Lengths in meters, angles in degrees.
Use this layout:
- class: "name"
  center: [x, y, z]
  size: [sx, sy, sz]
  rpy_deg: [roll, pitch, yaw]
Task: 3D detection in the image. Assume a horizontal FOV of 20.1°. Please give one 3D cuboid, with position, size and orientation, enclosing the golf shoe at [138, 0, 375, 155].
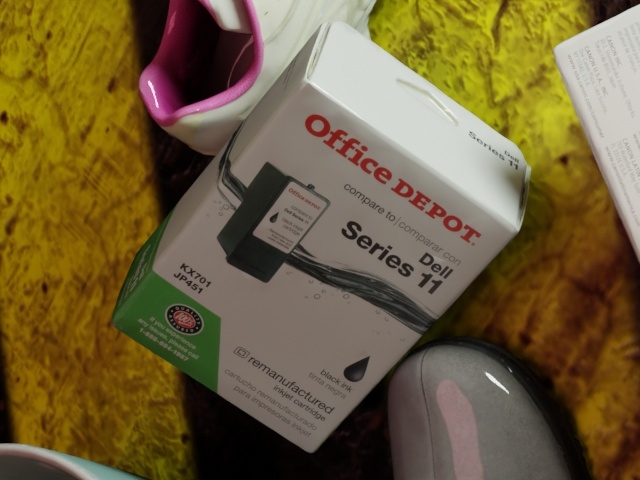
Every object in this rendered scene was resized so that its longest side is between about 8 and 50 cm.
- class: "golf shoe"
  center: [-0.011, -0.182, 1.063]
  size: [0.115, 0.140, 0.306]
  rpy_deg: [31, 109, 36]

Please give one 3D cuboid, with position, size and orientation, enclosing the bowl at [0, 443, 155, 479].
- class: "bowl"
  center: [-0.133, 0.276, 1.167]
  size: [0.311, 0.163, 0.311]
  rpy_deg: [3, 94, 40]

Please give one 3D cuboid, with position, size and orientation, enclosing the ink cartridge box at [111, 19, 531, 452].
- class: "ink cartridge box"
  center: [0.000, 0.000, 1.050]
  size: [0.153, 0.087, 0.208]
  rpy_deg: [34, 120, -11]

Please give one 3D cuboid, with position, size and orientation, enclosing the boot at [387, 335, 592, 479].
- class: "boot"
  center: [0.058, 0.222, 0.969]
  size: [0.118, 0.222, 0.338]
  rpy_deg: [-19, 80, 39]

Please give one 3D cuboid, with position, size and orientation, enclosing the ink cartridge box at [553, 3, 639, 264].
- class: "ink cartridge box"
  center: [0.254, -0.063, 0.922]
  size: [0.224, 0.056, 0.181]
  rpy_deg: [-25, 76, 18]
